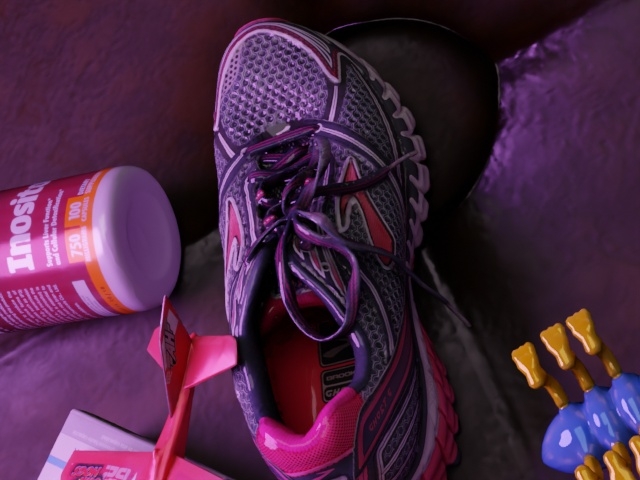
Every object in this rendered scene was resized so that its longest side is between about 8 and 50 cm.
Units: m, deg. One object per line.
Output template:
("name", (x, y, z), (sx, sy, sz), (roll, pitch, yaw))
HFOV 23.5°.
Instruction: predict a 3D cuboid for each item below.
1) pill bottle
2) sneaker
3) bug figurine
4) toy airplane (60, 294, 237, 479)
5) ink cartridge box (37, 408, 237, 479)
("pill bottle", (-0.167, 0.009, 0.912), (0.152, 0.086, 0.086), (-10, 64, 23))
("sneaker", (0.000, 0.000, 0.817), (0.121, 0.112, 0.299), (-24, 59, 16))
("bug figurine", (0.133, 0.183, 0.694), (0.216, 0.072, 0.279), (-29, 63, 20))
("toy airplane", (-0.077, 0.103, 0.773), (0.151, 0.028, 0.151), (-7, 80, 45))
("ink cartridge box", (-0.122, 0.207, 0.816), (0.109, 0.062, 0.209), (19, 78, 31))
